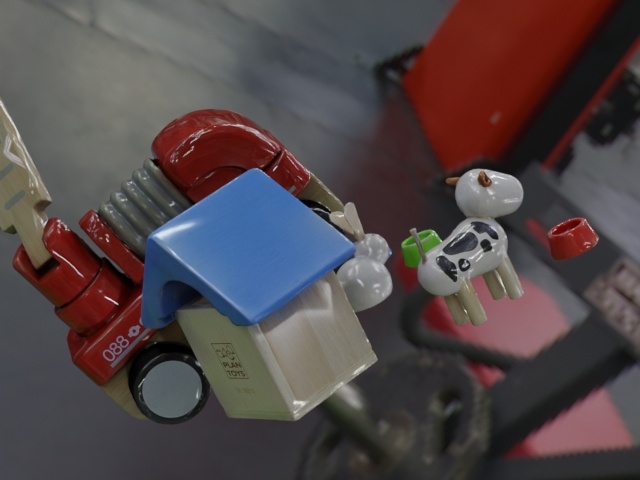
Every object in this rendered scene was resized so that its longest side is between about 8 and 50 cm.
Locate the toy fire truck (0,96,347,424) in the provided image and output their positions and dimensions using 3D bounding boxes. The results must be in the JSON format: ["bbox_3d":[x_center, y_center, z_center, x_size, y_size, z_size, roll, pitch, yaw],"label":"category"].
[{"bbox_3d":[-0.137,-0.026,1.306,0.246,0.217,0.158,44,2,-19],"label":"toy fire truck"}]

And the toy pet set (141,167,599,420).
[{"bbox_3d":[0.000,0.000,0.550,0.114,0.122,0.065,-34,105,-31],"label":"toy pet set"}]
